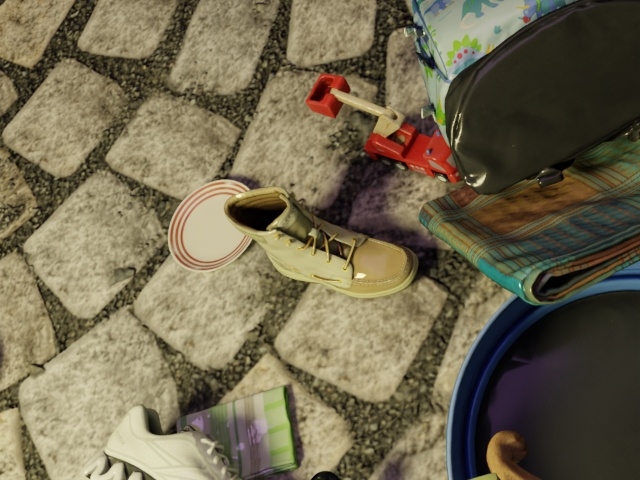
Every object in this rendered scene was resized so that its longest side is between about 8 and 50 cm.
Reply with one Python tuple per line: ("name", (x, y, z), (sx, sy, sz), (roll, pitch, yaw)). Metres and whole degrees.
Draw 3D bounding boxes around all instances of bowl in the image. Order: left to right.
("bowl", (0.317, 0.205, 1.143), (0.391, 0.077, 0.391), (-1, 77, 5))

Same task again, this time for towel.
("towel", (-0.105, 0.247, 1.435), (0.152, 0.023, 0.113), (-20, 58, 15))
("towel", (0.270, -0.045, 1.246), (0.271, 0.040, 0.370), (-25, 17, -5))

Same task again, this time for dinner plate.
("dinner plate", (-0.145, -0.018, 1.601), (0.141, 0.017, 0.141), (-12, 59, 20))

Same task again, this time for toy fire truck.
("toy fire truck", (0.088, -0.142, 1.483), (0.192, 0.135, 0.047), (20, 74, 33))

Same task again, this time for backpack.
("backpack", (0.238, -0.235, 1.373), (0.290, 0.273, 0.355), (-28, 12, 9))

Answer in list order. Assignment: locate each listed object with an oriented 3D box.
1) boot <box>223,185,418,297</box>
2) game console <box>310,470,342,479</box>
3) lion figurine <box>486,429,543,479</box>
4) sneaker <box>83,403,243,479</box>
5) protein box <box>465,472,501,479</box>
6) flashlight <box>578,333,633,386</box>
("boot", (0.000, 0.000, 1.429), (0.213, 0.165, 0.077), (9, 69, 31))
("game console", (-0.041, 0.419, 1.221), (0.044, 0.213, 0.361), (2, 46, 36))
("lion figurine", (0.291, 0.282, 0.950), (0.392, 0.142, 0.240), (0, 30, 3))
("sneaker", (-0.137, 0.287, 1.362), (0.292, 0.110, 0.118), (23, 75, 22))
("protein box", (0.063, 0.266, 0.761), (0.199, 0.201, 0.136), (-19, 58, 15))
("flashlight", (0.238, 0.244, 1.231), (0.103, 0.103, 0.304), (30, 82, 7))
